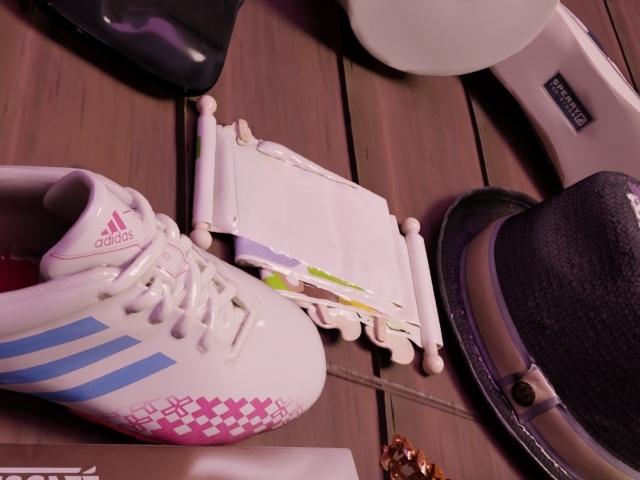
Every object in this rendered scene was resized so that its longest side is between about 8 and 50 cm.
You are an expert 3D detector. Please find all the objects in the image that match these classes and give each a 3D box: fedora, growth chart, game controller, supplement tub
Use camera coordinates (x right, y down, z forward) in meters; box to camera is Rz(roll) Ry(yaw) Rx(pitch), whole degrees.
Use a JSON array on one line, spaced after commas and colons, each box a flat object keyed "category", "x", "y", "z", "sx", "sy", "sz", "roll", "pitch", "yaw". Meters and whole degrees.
[{"category": "fedora", "x": 0.256, "y": 0.063, "z": 0.921, "sx": 0.334, "sy": 0.152, "sz": 0.334, "roll": 26, "pitch": 42, "yaw": -27}, {"category": "growth chart", "x": 0.000, "y": 0.000, "z": 0.834, "sx": 0.237, "sy": 0.021, "sz": 0.172, "roll": 28, "pitch": 42, "yaw": -24}, {"category": "game controller", "x": -0.130, "y": -0.247, "z": 0.899, "sx": 0.166, "sy": 0.067, "sz": 0.319, "roll": 39, "pitch": 38, "yaw": -27}, {"category": "supplement tub", "x": 0.104, "y": -0.335, "z": 1.059, "sx": 0.228, "sy": 0.228, "sz": 0.316, "roll": 21, "pitch": 44, "yaw": -31}]

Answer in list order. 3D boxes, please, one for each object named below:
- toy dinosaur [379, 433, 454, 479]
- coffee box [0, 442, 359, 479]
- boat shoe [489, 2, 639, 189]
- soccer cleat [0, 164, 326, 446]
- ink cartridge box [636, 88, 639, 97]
[{"category": "toy dinosaur", "x": 0.126, "y": 0.272, "z": 0.650, "sx": 0.322, "sy": 0.164, "sz": 0.218, "roll": 38, "pitch": 22, "yaw": 12}, {"category": "coffee box", "x": -0.087, "y": 0.179, "z": 0.527, "sx": 0.246, "sy": 0.098, "sz": 0.141, "roll": 11, "pitch": 51, "yaw": -39}, {"category": "boat shoe", "x": 0.296, "y": -0.111, "z": 1.142, "sx": 0.340, "sy": 0.127, "sz": 0.158, "roll": 62, "pitch": 27, "yaw": 8}, {"category": "soccer cleat", "x": -0.106, "y": 0.034, "z": 0.600, "sx": 0.331, "sy": 0.143, "sz": 0.116, "roll": 15, "pitch": 48, "yaw": -36}, {"category": "ink cartridge box", "x": 0.474, "y": -0.129, "z": 1.313, "sx": 0.190, "sy": 0.139, "sz": 0.082, "roll": 45, "pitch": 36, "yaw": -4}]
